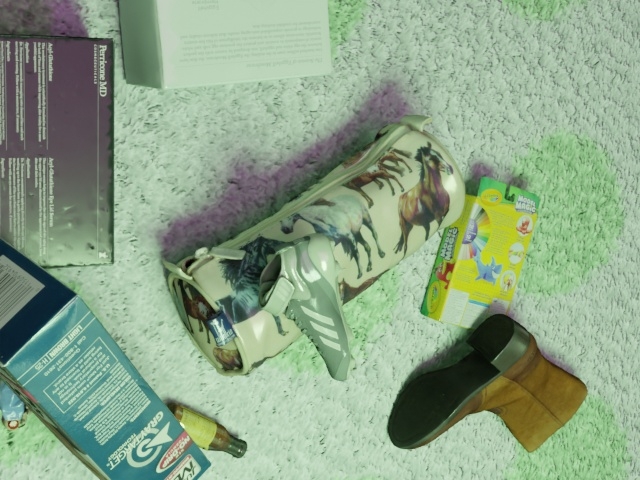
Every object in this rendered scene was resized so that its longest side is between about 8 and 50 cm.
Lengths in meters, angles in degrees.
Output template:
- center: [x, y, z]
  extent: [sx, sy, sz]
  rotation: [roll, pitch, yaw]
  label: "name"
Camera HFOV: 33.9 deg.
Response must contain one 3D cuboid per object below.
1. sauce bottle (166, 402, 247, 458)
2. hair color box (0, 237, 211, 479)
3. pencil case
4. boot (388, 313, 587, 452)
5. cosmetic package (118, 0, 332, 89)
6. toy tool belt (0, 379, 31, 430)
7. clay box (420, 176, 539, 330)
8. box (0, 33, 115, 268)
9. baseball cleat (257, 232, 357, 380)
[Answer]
- center: [-0.154, 0.258, 1.398]
  extent: [0.128, 0.042, 0.042]
  rotation: [33, 83, -28]
  label: "sauce bottle"
- center: [-0.272, 0.164, 1.172]
  extent: [0.105, 0.173, 0.347]
  rotation: [-46, 138, -19]
  label: "hair color box"
- center: [0.000, 0.000, 1.366]
  extent: [0.410, 0.160, 0.184]
  rotation: [-35, 135, -19]
  label: "pencil case"
- center: [0.261, 0.261, 1.621]
  extent: [0.264, 0.096, 0.280]
  rotation: [-50, 134, -1]
  label: "boot"
- center: [-0.118, -0.302, 1.254]
  extent: [0.224, 0.138, 0.225]
  rotation: [-9, 103, -28]
  label: "cosmetic package"
- center: [-0.367, 0.194, 1.260]
  extent: [0.052, 0.051, 0.083]
  rotation: [-2, 101, -29]
  label: "toy tool belt"
- center: [0.242, 0.022, 1.569]
  extent: [0.127, 0.053, 0.222]
  rotation: [16, 91, -32]
  label: "clay box"
- center: [-0.334, -0.102, 1.192]
  extent: [0.184, 0.103, 0.261]
  rotation: [-2, 100, -25]
  label: "box"
- center: [-0.018, 0.087, 1.256]
  extent: [0.109, 0.072, 0.206]
  rotation: [-15, 116, -11]
  label: "baseball cleat"
